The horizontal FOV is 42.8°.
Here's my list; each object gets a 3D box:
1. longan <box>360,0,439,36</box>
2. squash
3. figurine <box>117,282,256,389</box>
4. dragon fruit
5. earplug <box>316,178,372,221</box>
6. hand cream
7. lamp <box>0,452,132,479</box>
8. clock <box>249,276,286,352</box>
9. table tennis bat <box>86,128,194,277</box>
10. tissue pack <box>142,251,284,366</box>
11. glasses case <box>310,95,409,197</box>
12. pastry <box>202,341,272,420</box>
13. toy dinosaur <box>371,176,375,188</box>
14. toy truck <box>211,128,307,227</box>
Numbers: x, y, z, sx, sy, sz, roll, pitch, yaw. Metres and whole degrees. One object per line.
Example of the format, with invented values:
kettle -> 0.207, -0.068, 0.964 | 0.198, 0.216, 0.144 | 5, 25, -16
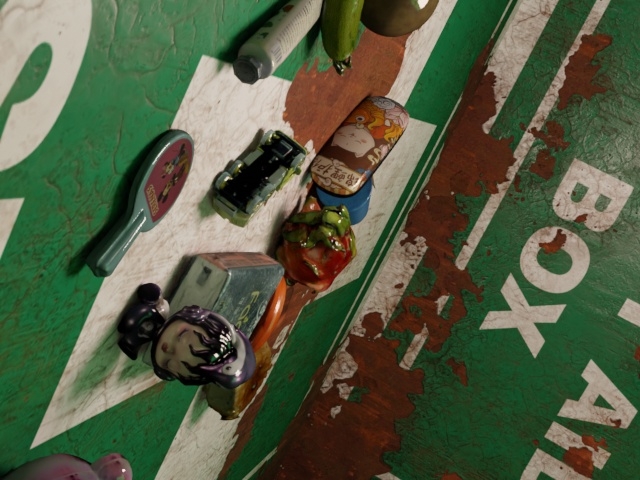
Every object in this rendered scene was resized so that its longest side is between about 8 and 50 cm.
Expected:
longan -> 0.135, -0.461, 1.466 | 0.185, 0.159, 0.204 | 121, -23, -46
squash -> 0.047, -0.422, 1.372 | 0.080, 0.071, 0.318 | -34, 149, -46
figurine -> -0.212, 0.172, 1.341 | 0.145, 0.222, 0.145 | -58, 173, -12
dragon fruit -> -0.021, 0.003, 1.858 | 0.200, 0.198, 0.269 | -17, 157, 1
earplug -> 0.066, -0.106, 2.040 | 0.132, 0.133, 0.273 | -59, 171, -6
hand cream -> -0.050, -0.328, 1.259 | 0.276, 0.059, 0.095 | -56, 166, -41
lamp -> -0.399, 0.463, 1.195 | 0.247, 0.247, 0.301 | -10, 133, -40
clock -> -0.141, 0.156, 1.791 | 0.205, 0.051, 0.205 | -49, -155, 32
table tennis bat -> -0.246, -0.051, 1.141 | 0.244, 0.040, 0.153 | -59, 169, -27
tissue pack -> -0.196, 0.131, 1.565 | 0.227, 0.103, 0.316 | -61, 167, 7
glasses case -> 0.094, -0.220, 1.887 | 0.321, 0.122, 0.082 | -53, 166, -32
pastry -> -0.200, 0.328, 1.991 | 0.228, 0.100, 0.218 | -62, 167, 0
toy dinosaur -> 0.116, -0.202, 2.030 | 0.126, 0.039, 0.161 | 1, 74, -82
toy truck -> -0.112, -0.099, 1.439 | 0.191, 0.085, 0.116 | -49, 172, -33
